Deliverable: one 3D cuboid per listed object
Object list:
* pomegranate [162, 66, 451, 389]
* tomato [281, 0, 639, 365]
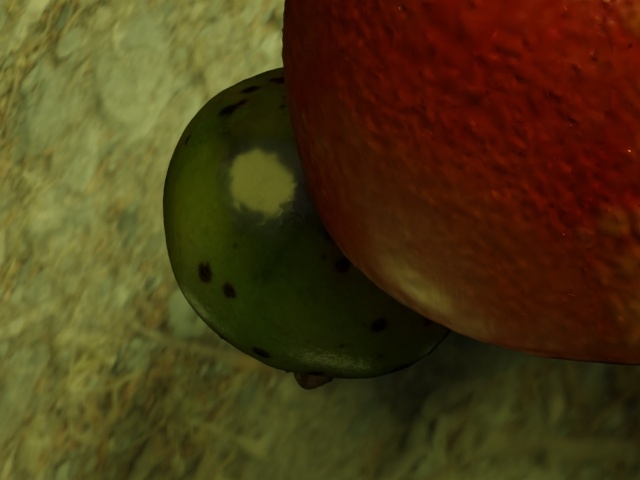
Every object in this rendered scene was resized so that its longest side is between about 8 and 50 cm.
[{"bbox_3d":[0.003,-0.006,0.690,0.130,0.130,0.130,-30,43,33],"label":"pomegranate"},{"bbox_3d":[0.106,-0.123,0.544,0.309,0.170,0.309,-12,50,15],"label":"tomato"}]
